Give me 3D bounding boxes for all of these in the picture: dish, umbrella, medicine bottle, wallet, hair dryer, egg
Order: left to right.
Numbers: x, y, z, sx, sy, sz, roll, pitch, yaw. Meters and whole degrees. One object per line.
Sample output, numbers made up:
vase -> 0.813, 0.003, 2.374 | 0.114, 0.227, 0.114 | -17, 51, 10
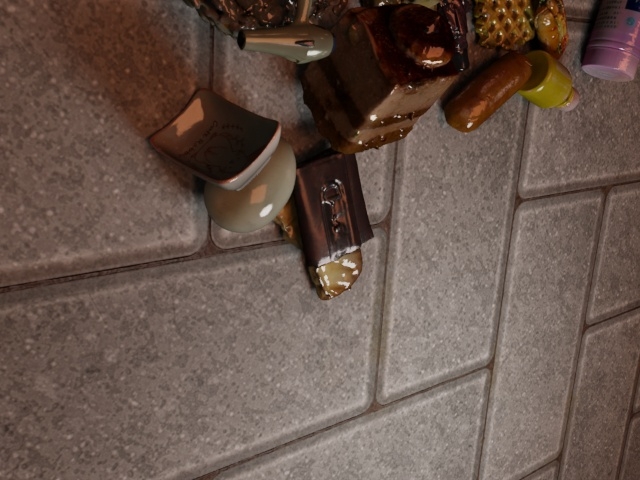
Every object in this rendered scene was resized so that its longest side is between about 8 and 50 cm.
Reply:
dish -> -0.173, -0.163, 1.252 | 0.151, 0.212, 0.077 | -49, 145, -18
egg -> -0.126, -0.109, 1.343 | 0.209, 0.151, 0.151 | -54, 132, -23
hair dryer -> -0.061, -0.378, 1.157 | 0.167, 0.067, 0.199 | -21, 118, -23
wallet -> 0.024, -0.074, 1.502 | 0.182, 0.049, 0.229 | -27, 117, -32
umbrella -> 0.278, -0.521, 1.596 | 0.094, 0.090, 0.326 | -52, 135, -44
medicine bottle -> 0.602, -0.405, 1.895 | 0.212, 0.122, 0.122 | 17, 93, -44
medicine bottle -> 0.841, -0.588, 2.020 | 0.152, 0.152, 0.254 | 12, 96, -43

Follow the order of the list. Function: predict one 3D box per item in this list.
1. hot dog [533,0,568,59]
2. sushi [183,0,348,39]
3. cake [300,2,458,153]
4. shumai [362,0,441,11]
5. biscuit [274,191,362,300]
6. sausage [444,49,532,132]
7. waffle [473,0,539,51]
hot dog -> 0.592, -0.537, 1.831 | 0.104, 0.076, 0.250 | -68, 156, -11
sushi -> -0.091, -0.520, 1.210 | 0.417, 0.176, 0.418 | -15, 118, -31
cake -> 0.120, -0.318, 1.366 | 0.198, 0.293, 0.196 | -16, 74, -34
shumai -> 0.187, -0.507, 1.486 | 0.161, 0.153, 0.210 | -36, 122, -35
biscuit -> 0.002, -0.004, 1.563 | 0.154, 0.045, 0.299 | -46, 128, -21
sausage -> 0.409, -0.361, 1.754 | 0.270, 0.109, 0.109 | -41, 127, -21
waffle -> 0.458, -0.590, 1.757 | 0.245, 0.052, 0.254 | -14, 114, -36
